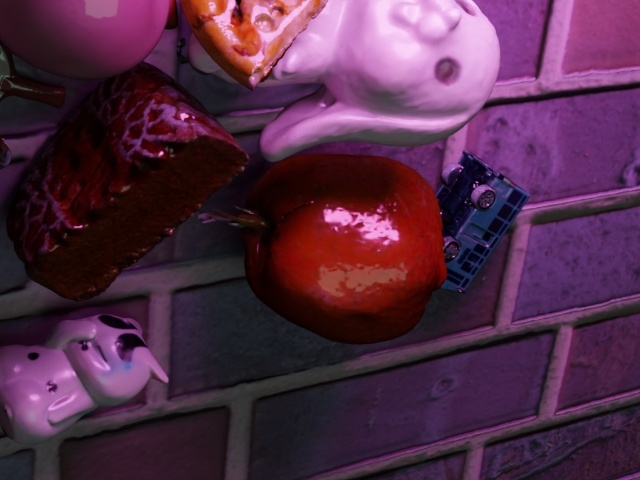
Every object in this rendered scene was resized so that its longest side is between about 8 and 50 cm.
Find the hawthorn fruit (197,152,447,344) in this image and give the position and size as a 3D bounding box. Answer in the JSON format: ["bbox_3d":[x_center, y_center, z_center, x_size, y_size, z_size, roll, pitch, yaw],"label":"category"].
[{"bbox_3d":[0.000,0.000,1.372,0.299,0.211,0.211,12,112,-27],"label":"hawthorn fruit"}]

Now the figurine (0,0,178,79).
[{"bbox_3d":[-0.212,-0.222,1.117,0.173,0.173,0.173,-16,126,-23],"label":"figurine"}]

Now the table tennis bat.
[{"bbox_3d":[-0.312,-0.152,1.195,0.154,0.019,0.098,13,111,-34],"label":"table tennis bat"}]

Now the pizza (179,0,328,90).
[{"bbox_3d":[-0.038,-0.221,1.125,0.176,0.185,0.036,-11,157,2],"label":"pizza"}]

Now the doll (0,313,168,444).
[{"bbox_3d":[-0.264,0.141,1.349,0.180,0.110,0.107,-27,149,-11],"label":"doll"}]

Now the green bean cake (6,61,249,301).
[{"bbox_3d":[-0.195,-0.051,1.215,0.233,0.198,0.097,-48,131,9],"label":"green bean cake"}]

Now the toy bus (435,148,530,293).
[{"bbox_3d":[0.171,-0.016,1.543,0.091,0.079,0.160,26,101,-41],"label":"toy bus"}]

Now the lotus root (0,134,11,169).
[{"bbox_3d":[-0.370,-0.067,1.159,0.192,0.088,0.113,-21,137,-42],"label":"lotus root"}]

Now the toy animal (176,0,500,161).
[{"bbox_3d":[0.016,-0.184,1.219,0.249,0.289,0.174,-48,164,-11],"label":"toy animal"}]
